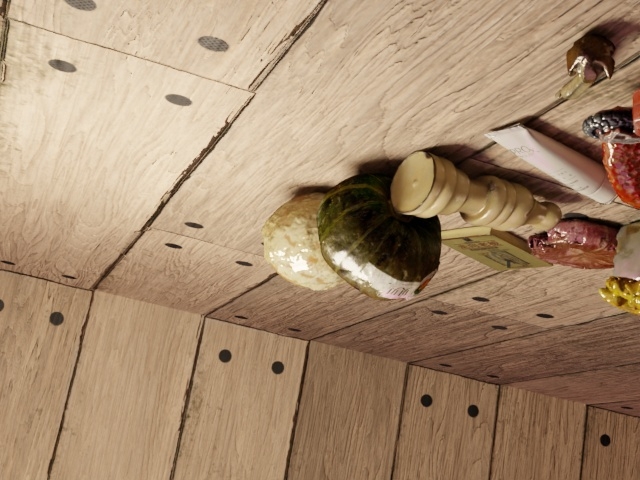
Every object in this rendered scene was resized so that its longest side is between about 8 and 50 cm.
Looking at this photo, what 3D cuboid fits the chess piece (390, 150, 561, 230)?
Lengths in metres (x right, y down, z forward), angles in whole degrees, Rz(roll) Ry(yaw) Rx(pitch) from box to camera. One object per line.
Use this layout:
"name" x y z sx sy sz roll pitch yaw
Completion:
"chess piece" 0.295 -0.071 1.826 0.307 0.124 0.138 13 134 -23

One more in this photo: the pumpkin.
"pumpkin" 0.102 -0.003 1.891 0.260 0.260 0.189 20 130 -32

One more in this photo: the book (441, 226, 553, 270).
"book" 0.383 0.019 2.207 0.231 0.026 0.161 23 159 -38

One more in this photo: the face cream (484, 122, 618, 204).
"face cream" 0.389 -0.131 1.646 0.244 0.058 0.092 24 164 -24

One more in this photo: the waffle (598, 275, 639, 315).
"waffle" 0.638 0.123 1.774 0.293 0.069 0.260 16 176 -26

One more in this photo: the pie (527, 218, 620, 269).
"pie" 0.529 0.012 2.044 0.204 0.054 0.218 9 164 4

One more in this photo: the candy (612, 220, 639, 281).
"candy" 0.678 0.038 1.902 0.185 0.137 0.195 20 159 -31

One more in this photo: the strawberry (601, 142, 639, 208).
"strawberry" 0.509 -0.105 1.560 0.236 0.106 0.175 15 163 -17

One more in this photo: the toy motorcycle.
"toy motorcycle" 0.499 -0.177 1.349 0.171 0.089 0.298 17 162 -29

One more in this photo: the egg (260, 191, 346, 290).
"egg" 0.000 0.000 2.071 0.245 0.203 0.203 0 164 -3

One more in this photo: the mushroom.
"mushroom" 0.352 -0.220 1.356 0.060 0.061 0.187 3 168 4
